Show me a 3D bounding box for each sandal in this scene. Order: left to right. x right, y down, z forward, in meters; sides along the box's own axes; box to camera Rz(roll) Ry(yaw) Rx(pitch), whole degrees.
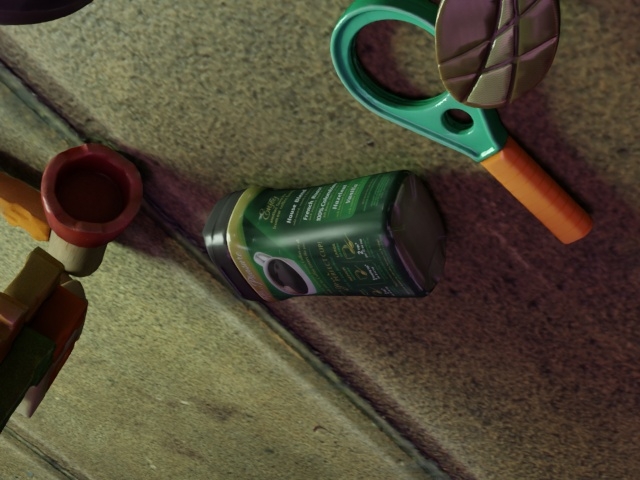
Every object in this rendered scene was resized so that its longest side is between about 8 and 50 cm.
[{"bbox_3d":[0.100,-0.161,0.545,0.072,0.049,0.180,2,122,20],"label":"sandal"}]

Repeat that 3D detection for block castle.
[{"bbox_3d":[-0.367,0.063,0.746,0.303,0.453,0.213,31,150,-5],"label":"block castle"}]

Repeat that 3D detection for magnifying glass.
[{"bbox_3d":[0.101,-0.078,0.655,0.231,0.026,0.092,40,141,-18],"label":"magnifying glass"}]

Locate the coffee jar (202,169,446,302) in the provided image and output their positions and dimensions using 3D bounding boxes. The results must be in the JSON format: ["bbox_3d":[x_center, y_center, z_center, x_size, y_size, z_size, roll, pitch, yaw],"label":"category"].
[{"bbox_3d":[0.000,0.000,0.760,0.184,0.079,0.096,-4,137,32],"label":"coffee jar"}]

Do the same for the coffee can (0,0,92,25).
[{"bbox_3d":[-0.113,-0.252,0.430,0.201,0.202,0.275,42,140,-19],"label":"coffee can"}]
